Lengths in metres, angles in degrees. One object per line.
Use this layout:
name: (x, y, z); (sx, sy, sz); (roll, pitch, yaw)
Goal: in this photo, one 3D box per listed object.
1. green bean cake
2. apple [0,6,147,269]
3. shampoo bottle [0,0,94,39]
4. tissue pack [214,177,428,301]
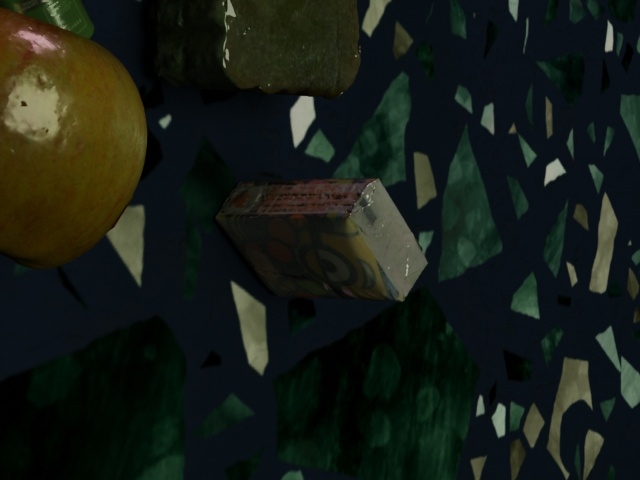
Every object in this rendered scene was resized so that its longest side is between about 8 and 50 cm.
green bean cake: (-0.056, -0.206, 1.034); (0.173, 0.094, 0.181); (-5, 95, -51)
apple: (-0.200, -0.064, 0.805); (0.182, 0.182, 0.155); (16, 93, -50)
shampoo bottle: (-0.204, -0.181, 0.879); (0.065, 0.065, 0.204); (-50, 127, -37)
tissue pack: (0.000, 0.000, 1.068); (0.109, 0.148, 0.060); (57, 49, -35)
